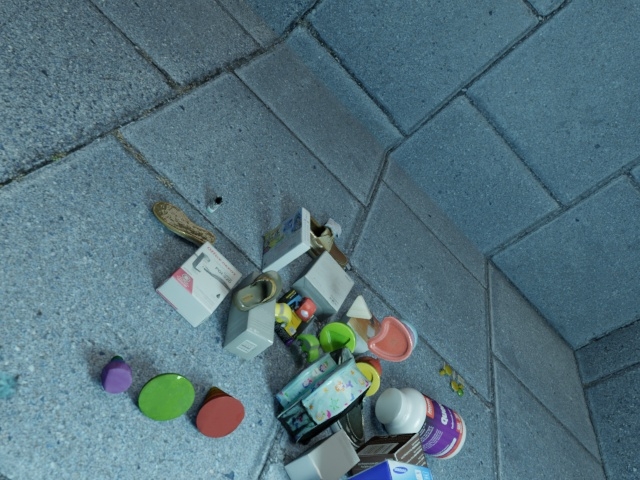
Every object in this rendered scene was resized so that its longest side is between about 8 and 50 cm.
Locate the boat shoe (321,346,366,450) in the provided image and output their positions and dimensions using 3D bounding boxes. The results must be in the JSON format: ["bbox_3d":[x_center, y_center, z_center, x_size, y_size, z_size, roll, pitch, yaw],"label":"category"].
[{"bbox_3d":[0.086,0.503,1.677,0.121,0.119,0.335,16,46,-45],"label":"boat shoe"}]

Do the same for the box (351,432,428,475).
[{"bbox_3d":[0.214,0.702,1.542,0.167,0.169,0.203,-7,80,-56],"label":"box"}]

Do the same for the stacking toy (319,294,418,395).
[{"bbox_3d":[0.169,0.347,1.817,0.279,0.309,0.130,45,21,10],"label":"stacking toy"}]

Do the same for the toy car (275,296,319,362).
[{"bbox_3d":[-0.056,0.286,1.696,0.239,0.053,0.224,-1,60,-54],"label":"toy car"}]

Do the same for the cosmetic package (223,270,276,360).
[{"bbox_3d":[-0.209,0.224,1.578,0.107,0.127,0.237,34,36,-24],"label":"cosmetic package"}]

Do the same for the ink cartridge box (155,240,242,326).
[{"bbox_3d":[-0.350,0.123,1.532,0.158,0.092,0.218,46,29,-9],"label":"ink cartridge box"}]

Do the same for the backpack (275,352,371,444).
[{"bbox_3d":[0.014,0.444,1.512,0.191,0.253,0.225,57,31,9],"label":"backpack"}]

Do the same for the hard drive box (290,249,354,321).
[{"bbox_3d":[0.013,0.168,1.970,0.181,0.089,0.232,49,31,-4],"label":"hard drive box"}]

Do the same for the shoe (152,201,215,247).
[{"bbox_3d":[-0.437,-0.042,1.639,0.219,0.058,0.076,36,53,-18],"label":"shoe"}]

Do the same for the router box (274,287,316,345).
[{"bbox_3d":[-0.103,0.255,1.763,0.133,0.046,0.179,52,30,-1],"label":"router box"}]

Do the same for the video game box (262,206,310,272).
[{"bbox_3d":[-0.122,0.004,1.854,0.048,0.205,0.187,35,34,-33],"label":"video game box"}]

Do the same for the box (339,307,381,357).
[{"bbox_3d":[0.140,0.334,1.960,0.130,0.091,0.170,49,31,-4],"label":"box"}]

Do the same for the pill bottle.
[{"bbox_3d":[0.348,0.634,1.826,0.323,0.181,0.181,34,34,-28],"label":"pill bottle"}]

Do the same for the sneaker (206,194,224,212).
[{"bbox_3d":[-0.358,-0.143,1.828,0.038,0.069,0.098,39,32,-21],"label":"sneaker"}]

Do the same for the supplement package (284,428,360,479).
[{"bbox_3d":[0.007,0.624,1.456,0.179,0.105,0.105,-9,65,-57],"label":"supplement package"}]

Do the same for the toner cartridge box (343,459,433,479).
[{"bbox_3d":[0.102,0.657,1.308,0.165,0.348,0.075,27,37,-36],"label":"toner cartridge box"}]

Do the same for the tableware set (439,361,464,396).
[{"bbox_3d":[0.586,0.622,2.320,0.154,0.024,0.104,44,34,-15],"label":"tableware set"}]

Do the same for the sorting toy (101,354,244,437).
[{"bbox_3d":[-0.361,0.363,1.283,0.366,0.127,0.126,31,7,-27],"label":"sorting toy"}]

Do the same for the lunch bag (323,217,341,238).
[{"bbox_3d":[0.052,-0.047,2.294,0.083,0.053,0.071,36,30,-6],"label":"lunch bag"}]

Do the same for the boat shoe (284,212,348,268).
[{"bbox_3d":[0.000,0.000,2.106,0.324,0.116,0.123,38,33,-21],"label":"boat shoe"}]

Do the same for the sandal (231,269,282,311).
[{"bbox_3d":[-0.175,0.141,1.532,0.090,0.060,0.219,54,33,9],"label":"sandal"}]
